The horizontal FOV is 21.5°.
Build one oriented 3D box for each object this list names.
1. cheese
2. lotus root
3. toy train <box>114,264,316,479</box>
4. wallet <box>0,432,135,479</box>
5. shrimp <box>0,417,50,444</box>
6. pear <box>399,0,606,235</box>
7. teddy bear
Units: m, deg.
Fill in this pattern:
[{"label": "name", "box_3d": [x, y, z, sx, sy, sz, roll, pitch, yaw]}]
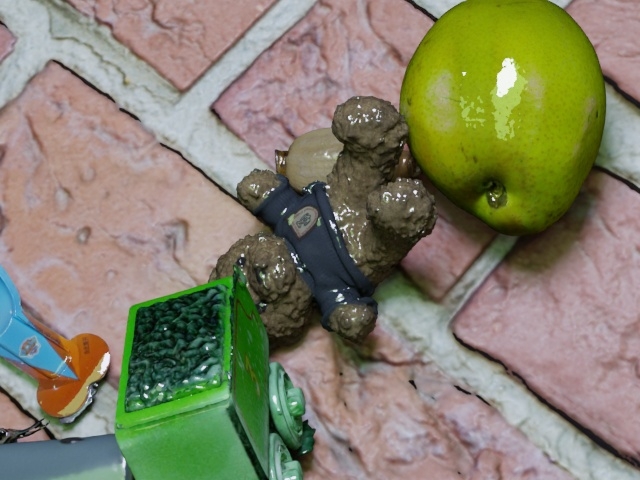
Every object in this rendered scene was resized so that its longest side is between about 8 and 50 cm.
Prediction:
[{"label": "cheese", "box_3d": [-0.307, 0.077, 1.587, 0.256, 0.037, 0.106, 32, 78, 18]}, {"label": "lotus root", "box_3d": [0.028, -0.070, 1.570, 0.150, 0.062, 0.073, 0, 69, 12]}, {"label": "toy train", "box_3d": [-0.091, 0.146, 1.413, 0.132, 0.188, 0.243, -16, 30, 8]}, {"label": "wallet", "box_3d": [-0.316, 0.304, 1.452, 0.360, 0.083, 0.252, -7, 85, 6]}, {"label": "shrimp", "box_3d": [-0.331, 0.206, 1.523, 0.190, 0.075, 0.073, -23, 35, -5]}, {"label": "pear", "box_3d": [0.162, -0.110, 1.499, 0.187, 0.187, 0.219, 2, 67, 11]}, {"label": "teddy bear", "box_3d": [0.013, 0.002, 1.508, 0.251, 0.129, 0.182, -39, 62, 24]}]
